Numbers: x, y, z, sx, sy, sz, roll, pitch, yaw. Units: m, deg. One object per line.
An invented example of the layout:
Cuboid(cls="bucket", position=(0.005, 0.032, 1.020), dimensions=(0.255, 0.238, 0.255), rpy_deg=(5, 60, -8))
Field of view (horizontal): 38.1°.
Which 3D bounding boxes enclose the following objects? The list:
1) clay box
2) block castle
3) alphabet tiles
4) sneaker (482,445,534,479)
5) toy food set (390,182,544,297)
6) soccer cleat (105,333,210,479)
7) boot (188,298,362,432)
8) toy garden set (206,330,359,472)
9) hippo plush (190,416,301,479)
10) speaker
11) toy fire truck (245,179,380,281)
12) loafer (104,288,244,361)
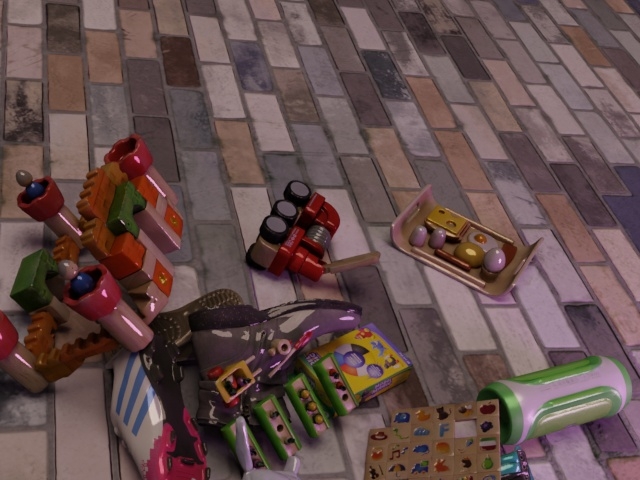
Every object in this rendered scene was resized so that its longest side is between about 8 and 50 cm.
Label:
Cuboid(cls="clay box", position=(0.051, 0.248, 1.760), dimensions=(0.222, 0.053, 0.127), rpy_deg=(-20, 51, -36))
Cuboid(cls="block castle", position=(-0.437, 0.017, 1.649), dimensions=(0.303, 0.213, 0.453), rpy_deg=(-22, 37, 18))
Cuboid(cls="alphabet tiles", position=(0.194, 0.365, 1.616), dimensions=(0.237, 0.009, 0.198), rpy_deg=(-10, 37, 17))
Cuboid(cls="sneaker", position=(0.369, 0.445, 1.588), dimensions=(0.296, 0.123, 0.178), rpy_deg=(8, 50, -8))
Cuboid(cls="toy food set", position=(0.337, -0.012, 2.123), dimensions=(0.306, 0.092, 0.220), rpy_deg=(28, 42, 14))
Cuboid(cls="soccer cleat", position=(-0.279, 0.321, 1.543), dimensions=(0.116, 0.143, 0.331), rpy_deg=(21, 47, -51))
Cuboid(cls="boot", position=(-0.073, 0.225, 1.662), dimensions=(0.338, 0.118, 0.222), rpy_deg=(-4, 78, -21))
Cuboid(cls="toy garden set", position=(-0.062, 0.261, 1.578), dimensions=(0.244, 0.049, 0.203), rpy_deg=(-33, 102, -28))
Cuboid(cls="hippo plush", position=(-0.077, 0.443, 1.385), dimensions=(0.294, 0.236, 0.234), rpy_deg=(37, 79, 2))
Cuboid(cls="speaker", position=(0.448, 0.302, 1.768), dimensions=(0.297, 0.131, 0.131), rpy_deg=(-9, 46, -26))
Cuboid(cls="toy fire truck", position=(0.000, 0.000, 1.975), dimensions=(0.246, 0.158, 0.217), rpy_deg=(31, 40, 0))
Cuboid(cls="loafer", position=(-0.262, 0.182, 1.712), dimensions=(0.269, 0.092, 0.102), rpy_deg=(-21, 48, -15))
